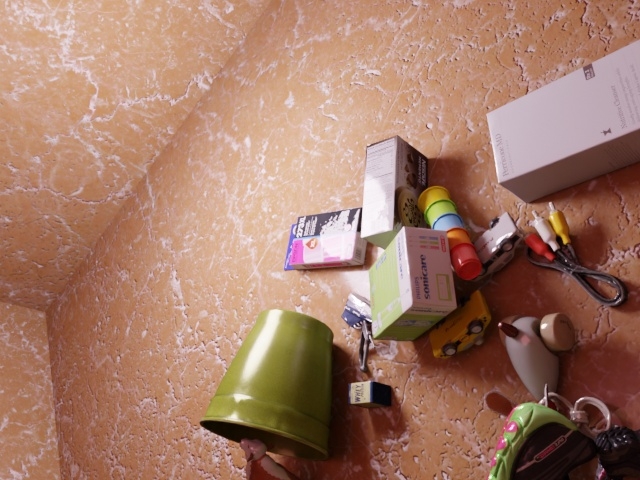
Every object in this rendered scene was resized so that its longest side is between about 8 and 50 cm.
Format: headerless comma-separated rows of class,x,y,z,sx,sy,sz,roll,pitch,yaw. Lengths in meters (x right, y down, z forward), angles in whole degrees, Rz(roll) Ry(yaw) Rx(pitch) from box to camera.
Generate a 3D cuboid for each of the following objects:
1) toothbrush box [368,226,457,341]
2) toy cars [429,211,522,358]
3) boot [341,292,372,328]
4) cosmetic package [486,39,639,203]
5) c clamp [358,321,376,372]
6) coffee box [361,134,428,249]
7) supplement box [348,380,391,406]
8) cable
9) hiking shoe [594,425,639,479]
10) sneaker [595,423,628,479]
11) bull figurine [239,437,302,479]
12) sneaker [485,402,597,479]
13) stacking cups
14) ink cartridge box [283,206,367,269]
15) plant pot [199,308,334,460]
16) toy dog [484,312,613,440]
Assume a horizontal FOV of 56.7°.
toothbrush box,0.226,0.120,1.524,0.283,0.122,0.206,116,155,-60
toy cars,0.399,0.122,1.470,0.176,0.087,0.394,5,71,67
boot,0.133,0.227,1.714,0.190,0.069,0.086,35,106,55
cosmetic package,0.606,-0.264,1.389,0.384,0.156,0.217,-24,58,35
c clamp,0.122,0.302,1.640,0.137,0.022,0.161,-101,13,-54
coffee box,0.217,-0.128,1.711,0.118,0.168,0.297,-15,61,40
supplement box,0.133,0.417,1.602,0.083,0.083,0.056,-19,58,40
cable,0.559,0.051,1.353,0.139,0.072,0.287,-48,45,26
hiking shoe,0.640,0.403,1.110,0.226,0.086,0.114,-13,105,22
sneaker,0.576,0.423,1.189,0.057,0.047,0.119,16,79,63
bull figurine,-0.125,0.673,1.616,0.188,0.310,0.101,-48,4,33
sneaker,0.403,0.563,1.149,0.202,0.185,0.483,17,106,23
stacking cups,0.340,-0.026,1.532,0.096,0.096,0.316,-46,30,20
ink cartridge box,0.000,0.000,1.952,0.370,0.069,0.176,-8,66,46
plant pot,-0.115,0.400,1.700,0.366,0.366,0.353,-13,52,41
toy dog,0.447,0.296,1.270,0.220,0.160,0.334,-47,40,42
